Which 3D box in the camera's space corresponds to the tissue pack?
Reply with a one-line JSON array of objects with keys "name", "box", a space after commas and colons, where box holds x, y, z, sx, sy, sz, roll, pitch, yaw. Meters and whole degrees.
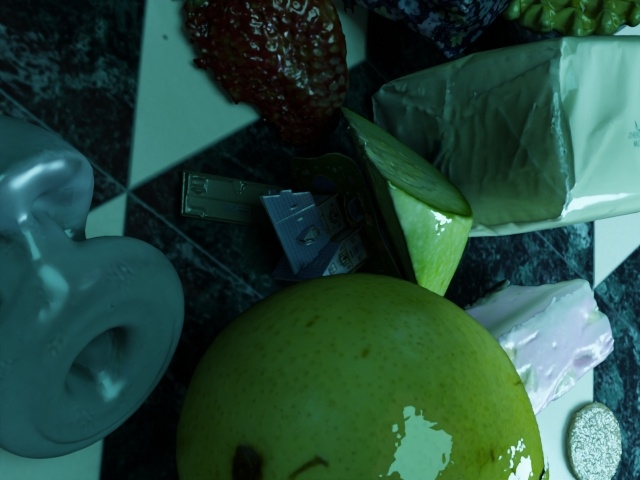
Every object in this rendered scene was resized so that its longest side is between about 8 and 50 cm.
[{"name": "tissue pack", "box": [0.294, -0.125, 1.194, 0.380, 0.297, 0.207, -9, 93, -40]}]

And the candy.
[{"name": "candy", "box": [0.212, 0.142, 1.180, 0.265, 0.155, 0.116, -27, 103, -37]}]

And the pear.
[{"name": "pear", "box": [0.041, 0.203, 0.926, 0.348, 0.348, 0.349, 6, 80, -37]}]

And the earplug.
[{"name": "earplug", "box": [-0.244, 0.039, 0.846, 0.214, 0.175, 0.326, -42, 119, -28]}]

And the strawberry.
[{"name": "strawberry", "box": [-0.036, -0.225, 1.071, 0.236, 0.106, 0.175, 33, 65, -30]}]

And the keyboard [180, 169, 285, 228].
[{"name": "keyboard", "box": [-0.093, -0.042, 1.060, 0.129, 0.015, 0.049, 7, 84, -37]}]

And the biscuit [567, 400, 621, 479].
[{"name": "biscuit", "box": [0.383, 0.285, 1.380, 0.120, 0.015, 0.120, 6, 81, -38]}]

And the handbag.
[{"name": "handbag", "box": [0.138, -0.342, 1.169, 0.207, 0.127, 0.229, 34, 66, 15]}]

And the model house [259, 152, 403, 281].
[{"name": "model house", "box": [0.000, 0.000, 1.053, 0.088, 0.117, 0.167, -36, 117, -32]}]

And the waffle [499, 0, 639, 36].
[{"name": "waffle", "box": [0.304, -0.331, 1.284, 0.250, 0.261, 0.056, -24, 139, -29]}]

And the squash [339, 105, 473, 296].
[{"name": "squash", "box": [0.078, -0.008, 1.049, 0.204, 0.237, 0.155, 28, 110, -21]}]
